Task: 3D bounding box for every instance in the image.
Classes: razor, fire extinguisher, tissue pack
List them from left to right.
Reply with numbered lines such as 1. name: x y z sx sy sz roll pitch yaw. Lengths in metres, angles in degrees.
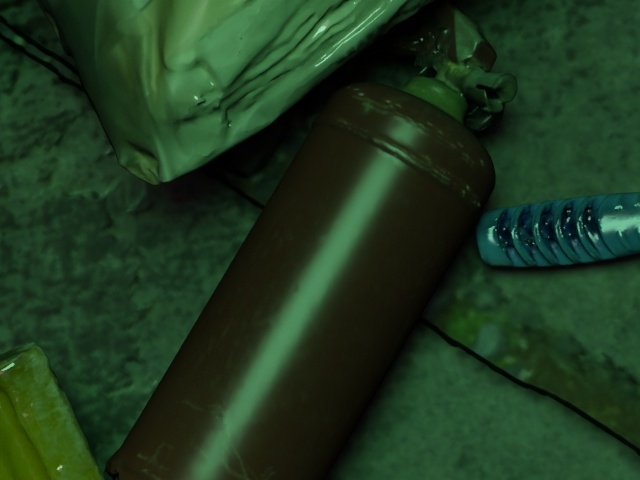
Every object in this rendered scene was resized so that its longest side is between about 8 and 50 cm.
1. tissue pack: -0.033 -0.267 1.044 0.375 0.195 0.390 -33 63 5
2. fire extinguisher: 0.000 0.000 1.032 0.147 0.106 0.337 23 79 39
3. razor: 0.210 -0.015 1.026 0.253 0.042 0.082 -6 76 9

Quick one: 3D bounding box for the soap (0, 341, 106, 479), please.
1. soap: -0.158 0.184 0.971 0.140 0.073 0.232 -25 95 -8
